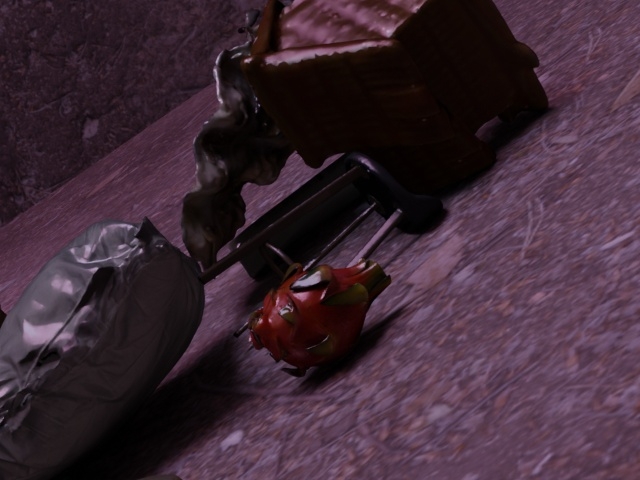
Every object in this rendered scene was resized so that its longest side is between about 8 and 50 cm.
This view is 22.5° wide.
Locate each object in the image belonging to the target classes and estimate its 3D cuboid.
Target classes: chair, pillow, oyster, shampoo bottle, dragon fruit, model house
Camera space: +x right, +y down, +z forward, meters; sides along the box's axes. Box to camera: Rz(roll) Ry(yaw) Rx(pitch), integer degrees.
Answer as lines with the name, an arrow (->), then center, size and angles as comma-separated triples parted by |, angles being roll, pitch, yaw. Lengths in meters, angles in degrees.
chair -> 0.001, 0.001, 1.432 | 0.221, 0.095, 0.104 | -39, 24, -14
pillow -> -0.218, 0.108, 1.425 | 0.283, 0.138, 0.310 | -50, -2, -3
oyster -> -0.048, -0.117, 1.659 | 0.351, 0.115, 0.238 | -35, -31, -53
shampoo bottle -> -0.002, -0.041, 1.696 | 0.212, 0.049, 0.072 | -37, 3, -1
dragon fruit -> 0.002, 0.054, 1.270 | 0.116, 0.081, 0.086 | -38, 14, -22
model house -> 0.057, -0.153, 1.524 | 0.229, 0.199, 0.219 | -39, 32, -14

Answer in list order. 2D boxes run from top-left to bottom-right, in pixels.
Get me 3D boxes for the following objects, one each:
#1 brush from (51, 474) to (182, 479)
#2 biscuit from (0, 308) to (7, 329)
brush -> -0.203, 0.222, 1.346 | 0.085, 0.020, 0.336 | -44, 15, -34
biscuit -> -0.497, 0.173, 1.558 | 0.394, 0.076, 0.368 | -8, 38, 24
